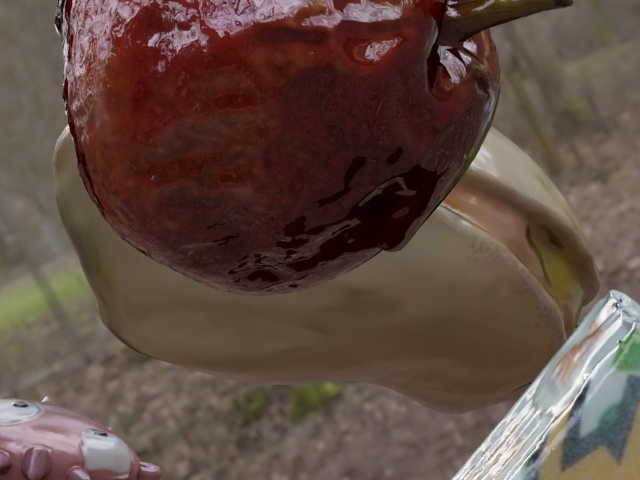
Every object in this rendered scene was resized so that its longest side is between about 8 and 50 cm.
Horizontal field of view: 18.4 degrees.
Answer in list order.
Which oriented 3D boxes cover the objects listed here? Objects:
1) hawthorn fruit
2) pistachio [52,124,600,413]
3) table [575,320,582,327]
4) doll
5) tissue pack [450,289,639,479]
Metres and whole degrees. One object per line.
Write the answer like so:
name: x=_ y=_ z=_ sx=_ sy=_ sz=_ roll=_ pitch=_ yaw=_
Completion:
hawthorn fruit: x=0.002 y=-0.100 z=1.010 sx=0.266 sy=0.230 sz=0.210 roll=-19 pitch=30 yaw=25
pistachio: x=0.000 y=0.000 z=1.580 sx=0.365 sy=0.445 sz=0.281 roll=130 pitch=159 yaw=-65
table: x=0.193 y=0.072 z=1.810 sx=0.083 sy=0.082 sz=0.070 roll=-58 pitch=20 yaw=33
doll: x=-0.279 y=0.195 z=1.862 sx=0.262 sy=0.093 sz=0.211 roll=15 pitch=5 yaw=0
tissue pack: x=0.148 y=0.215 z=1.044 sx=0.311 sy=0.228 sz=0.128 roll=-52 pitch=5 yaw=8
